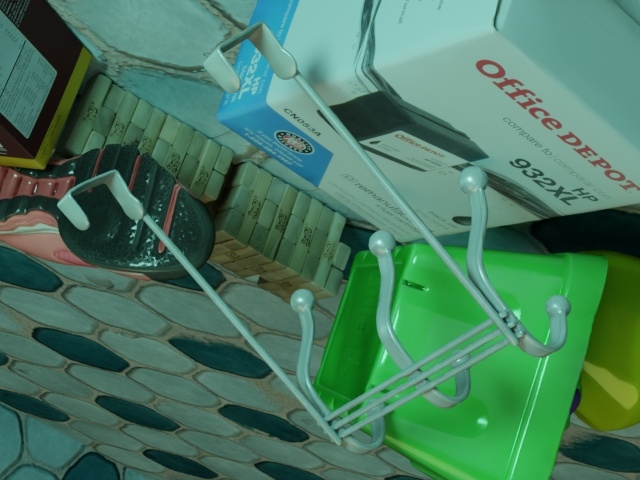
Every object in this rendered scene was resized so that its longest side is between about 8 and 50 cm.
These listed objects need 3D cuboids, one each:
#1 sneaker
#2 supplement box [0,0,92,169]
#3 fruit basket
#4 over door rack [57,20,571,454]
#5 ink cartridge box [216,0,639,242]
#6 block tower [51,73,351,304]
[{"bbox_3d":[-0.216,-0.026,1.321,0.314,0.116,0.136,13,168,30],"label":"sneaker"},{"bbox_3d":[-0.354,-0.175,1.247,0.191,0.129,0.194,7,156,26],"label":"supplement box"},{"bbox_3d":[0.207,0.122,1.312,0.392,0.282,0.392,18,175,1],"label":"fruit basket"},{"bbox_3d":[0.000,0.000,1.023,0.324,0.108,0.239,42,135,-11],"label":"over door rack"},{"bbox_3d":[0.107,-0.116,1.034,0.223,0.129,0.307,34,154,-31],"label":"ink cartridge box"},{"bbox_3d":[-0.126,-0.046,1.431,0.335,0.091,0.097,31,154,-27],"label":"block tower"}]
